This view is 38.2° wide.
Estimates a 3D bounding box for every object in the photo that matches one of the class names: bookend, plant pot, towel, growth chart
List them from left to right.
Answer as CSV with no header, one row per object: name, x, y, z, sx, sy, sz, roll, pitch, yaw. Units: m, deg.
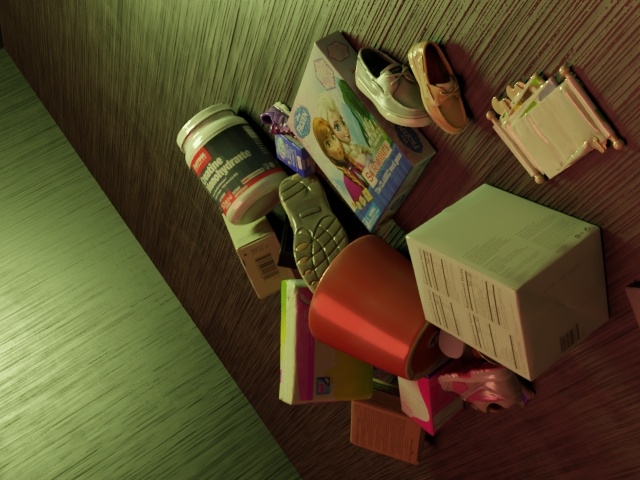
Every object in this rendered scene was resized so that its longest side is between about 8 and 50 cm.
bookend,-0.018,-0.006,2.301,0.157,0.156,0.072,11,150,-3
plant pot,0.151,0.160,1.997,0.243,0.275,0.275,30,146,30
towel,0.417,0.315,1.938,0.060,0.009,0.083,49,155,19
growth chart,0.353,-0.180,1.443,0.172,0.021,0.237,58,157,1

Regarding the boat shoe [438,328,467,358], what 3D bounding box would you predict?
boat shoe,0.297,0.146,1.884,0.080,0.076,0.229,26,138,25

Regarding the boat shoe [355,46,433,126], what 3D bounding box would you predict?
boat shoe,0.128,-0.282,1.671,0.227,0.079,0.081,49,155,44

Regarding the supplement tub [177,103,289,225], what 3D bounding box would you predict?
supplement tub,-0.221,-0.192,2.348,0.272,0.191,0.191,52,156,13

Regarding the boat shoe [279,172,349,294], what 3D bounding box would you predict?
boat shoe,0.000,0.000,2.172,0.130,0.132,0.355,68,-173,-56

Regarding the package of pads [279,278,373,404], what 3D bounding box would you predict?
package of pads,0.022,0.242,2.241,0.101,0.229,0.297,-176,86,-66

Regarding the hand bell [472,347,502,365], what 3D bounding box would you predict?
hand bell,0.342,0.210,1.872,0.126,0.126,0.242,53,168,11

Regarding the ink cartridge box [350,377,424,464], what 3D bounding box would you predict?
ink cartridge box,0.180,0.467,2.398,0.193,0.088,0.235,15,141,13

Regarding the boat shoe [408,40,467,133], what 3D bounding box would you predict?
boat shoe,0.206,-0.262,1.580,0.170,0.063,0.059,61,162,-6

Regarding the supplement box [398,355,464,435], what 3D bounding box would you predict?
supplement box,0.255,0.328,2.147,0.111,0.114,0.220,36,147,39

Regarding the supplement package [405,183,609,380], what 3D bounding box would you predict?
supplement package,0.319,0.063,1.582,0.262,0.199,0.198,29,144,48

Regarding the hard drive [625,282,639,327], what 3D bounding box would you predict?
hard drive,0.542,0.114,1.427,0.135,0.022,0.094,4,122,62

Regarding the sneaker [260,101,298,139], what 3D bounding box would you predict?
sneaker,-0.076,-0.257,2.133,0.170,0.071,0.068,35,148,41

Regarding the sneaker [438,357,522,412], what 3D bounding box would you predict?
sneaker,0.337,0.314,1.959,0.111,0.103,0.252,67,159,1

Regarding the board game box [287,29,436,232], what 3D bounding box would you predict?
board game box,0.071,-0.213,1.901,0.318,0.066,0.319,53,156,13

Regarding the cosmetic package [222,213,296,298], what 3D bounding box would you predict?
cosmetic package,-0.168,0.017,2.472,0.309,0.113,0.160,-122,8,-67

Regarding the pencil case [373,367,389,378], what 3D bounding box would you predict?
pencil case,0.156,0.298,2.335,0.086,0.088,0.206,60,157,3

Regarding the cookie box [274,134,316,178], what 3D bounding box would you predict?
cookie box,-0.060,-0.213,2.194,0.107,0.040,0.092,41,151,35
